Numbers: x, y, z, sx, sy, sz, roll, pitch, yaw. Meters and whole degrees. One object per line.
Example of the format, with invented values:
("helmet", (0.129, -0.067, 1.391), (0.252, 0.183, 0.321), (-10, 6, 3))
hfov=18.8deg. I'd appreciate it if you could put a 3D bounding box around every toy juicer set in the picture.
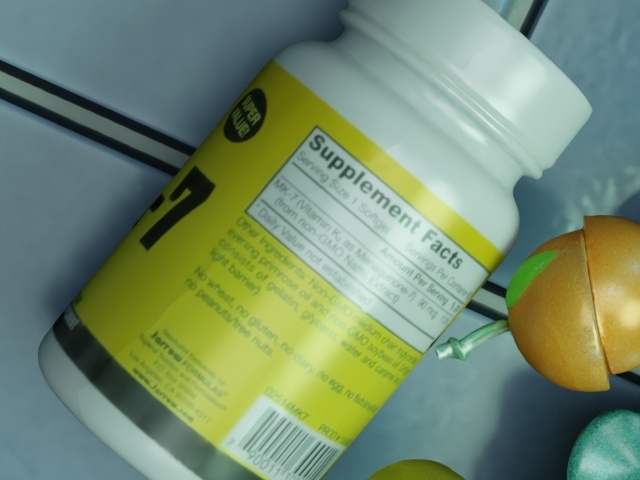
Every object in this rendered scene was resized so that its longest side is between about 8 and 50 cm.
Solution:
("toy juicer set", (0.163, 0.099, 0.792), (0.329, 0.089, 0.209), (26, 84, -34))

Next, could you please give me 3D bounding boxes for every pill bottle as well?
("pill bottle", (0.000, 0.000, 0.734), (0.119, 0.119, 0.208), (39, 91, -11))
